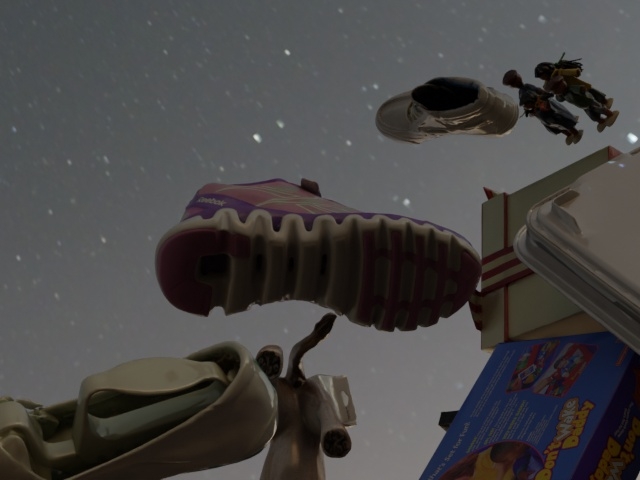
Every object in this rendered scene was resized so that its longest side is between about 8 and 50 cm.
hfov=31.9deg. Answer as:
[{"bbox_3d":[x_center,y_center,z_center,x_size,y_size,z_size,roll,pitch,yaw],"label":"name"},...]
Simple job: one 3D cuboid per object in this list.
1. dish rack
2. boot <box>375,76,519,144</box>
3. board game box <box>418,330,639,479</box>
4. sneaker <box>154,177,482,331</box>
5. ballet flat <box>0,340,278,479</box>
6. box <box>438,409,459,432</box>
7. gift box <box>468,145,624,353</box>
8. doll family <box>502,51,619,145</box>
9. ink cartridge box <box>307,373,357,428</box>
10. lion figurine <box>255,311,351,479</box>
[{"bbox_3d":[0.399,-0.001,1.195,0.285,0.333,0.072,-28,-48,-18],"label":"dish rack"},{"bbox_3d":[0.167,-0.209,1.708,0.123,0.258,0.095,24,-108,-48],"label":"boot"},{"bbox_3d":[0.215,0.253,1.194,0.078,0.233,0.347,47,-120,-18],"label":"board game box"},{"bbox_3d":[0.000,0.000,0.822,0.236,0.104,0.095,5,-59,-7],"label":"sneaker"},{"bbox_3d":[-0.233,0.182,1.029,0.400,0.139,0.139,-17,-48,-14],"label":"ballet flat"},{"bbox_3d":[0.280,0.319,1.776,0.116,0.029,0.162,-16,-47,42],"label":"box"},{"bbox_3d":[0.341,0.036,1.475,0.276,0.255,0.258,28,-36,-28],"label":"gift box"},{"bbox_3d":[0.294,-0.180,1.406,0.111,0.193,0.076,30,-109,-10],"label":"doll family"},{"bbox_3d":[-0.011,0.297,1.971,0.143,0.092,0.090,-28,-25,29],"label":"ink cartridge box"},{"bbox_3d":[-0.036,0.271,1.228,0.142,0.240,0.392,16,-94,1],"label":"lion figurine"}]
